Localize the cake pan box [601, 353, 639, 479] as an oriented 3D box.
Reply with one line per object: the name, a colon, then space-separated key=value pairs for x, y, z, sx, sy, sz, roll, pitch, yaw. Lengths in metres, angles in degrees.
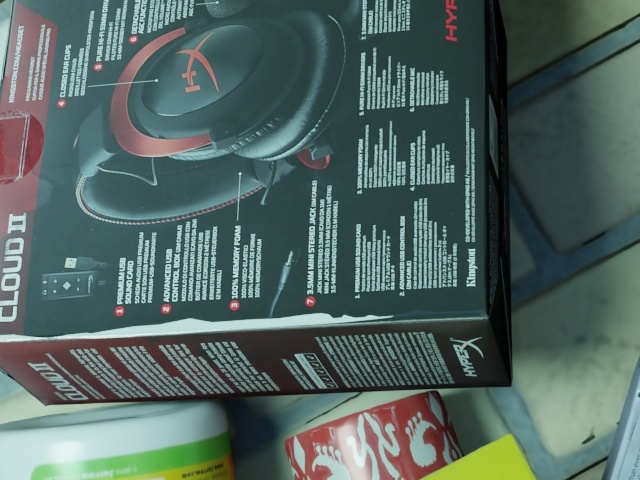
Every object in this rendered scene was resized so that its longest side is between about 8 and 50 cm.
cake pan box: x=0.287 y=0.095 z=0.839 sx=0.246 sy=0.070 sz=0.267 roll=19 pitch=74 yaw=4

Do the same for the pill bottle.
pill bottle: x=-0.105 y=0.216 z=0.862 sx=0.136 sy=0.136 sz=0.245 roll=-7 pitch=89 yaw=5

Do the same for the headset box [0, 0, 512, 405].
headset box: x=-0.049 y=-0.033 z=0.846 sx=0.293 sy=0.110 sz=0.218 roll=-4 pitch=65 yaw=12

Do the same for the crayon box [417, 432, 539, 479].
crayon box: x=0.080 y=0.276 z=0.736 sx=0.202 sy=0.081 sz=0.318 roll=-25 pitch=70 yaw=-4

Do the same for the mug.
mug: x=0.031 y=0.181 z=0.868 sx=0.150 sy=0.113 sz=0.169 roll=-18 pitch=81 yaw=2
